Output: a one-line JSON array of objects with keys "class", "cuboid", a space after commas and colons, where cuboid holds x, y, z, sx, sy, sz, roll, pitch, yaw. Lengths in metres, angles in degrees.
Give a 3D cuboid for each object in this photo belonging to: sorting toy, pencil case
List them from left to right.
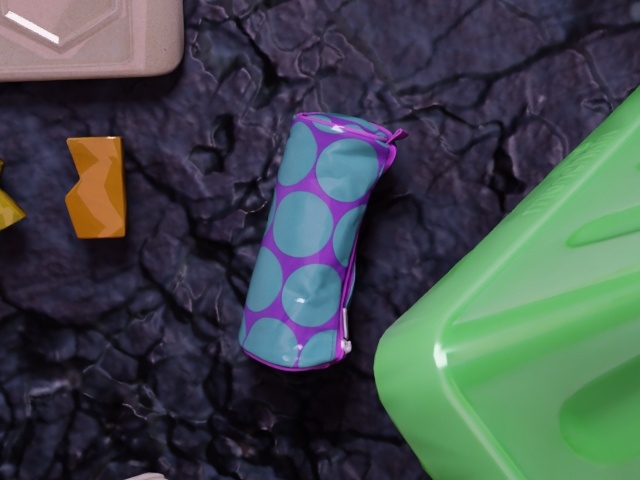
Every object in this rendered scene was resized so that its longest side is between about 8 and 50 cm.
[{"class": "sorting toy", "cuboid": [-0.198, -0.154, 0.874, 0.229, 0.041, 0.307, -2, 96, 0]}, {"class": "pencil case", "cuboid": [0.000, 0.000, 0.860, 0.070, 0.064, 0.151, 15, 98, 18]}]

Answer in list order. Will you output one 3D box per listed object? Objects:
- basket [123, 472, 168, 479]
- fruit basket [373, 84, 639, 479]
[{"class": "basket", "cuboid": [-0.165, 0.284, 0.724, 0.331, 0.328, 0.266, -4, 92, -29]}, {"class": "fruit basket", "cuboid": [0.184, 0.090, 0.759, 0.392, 0.392, 0.283, -37, 93, 7]}]
